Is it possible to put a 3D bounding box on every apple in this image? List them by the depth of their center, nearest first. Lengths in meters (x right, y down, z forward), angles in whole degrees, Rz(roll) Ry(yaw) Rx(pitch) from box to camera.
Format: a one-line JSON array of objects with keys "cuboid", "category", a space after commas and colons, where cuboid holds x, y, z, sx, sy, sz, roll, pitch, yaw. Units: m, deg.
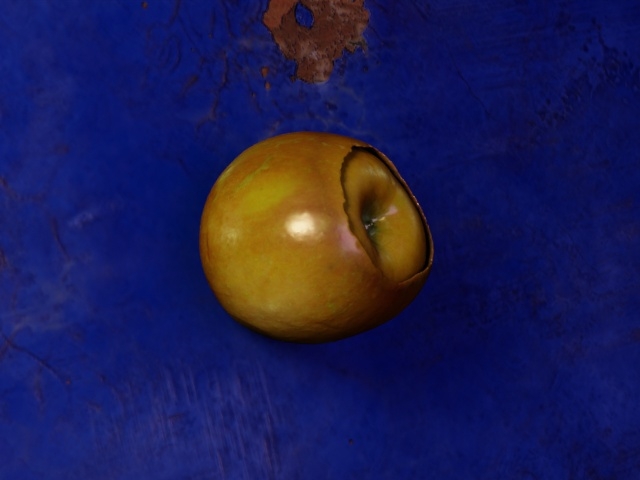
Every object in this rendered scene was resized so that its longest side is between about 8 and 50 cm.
[{"cuboid": [0.000, 0.000, 1.931, 0.237, 0.207, 0.237, 8, 78, -42], "category": "apple"}]
